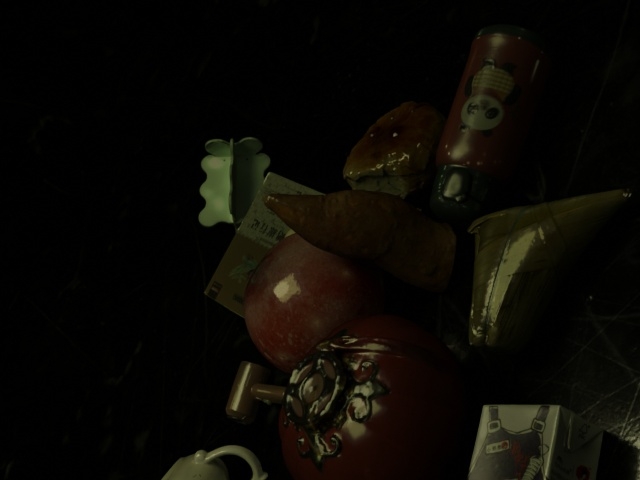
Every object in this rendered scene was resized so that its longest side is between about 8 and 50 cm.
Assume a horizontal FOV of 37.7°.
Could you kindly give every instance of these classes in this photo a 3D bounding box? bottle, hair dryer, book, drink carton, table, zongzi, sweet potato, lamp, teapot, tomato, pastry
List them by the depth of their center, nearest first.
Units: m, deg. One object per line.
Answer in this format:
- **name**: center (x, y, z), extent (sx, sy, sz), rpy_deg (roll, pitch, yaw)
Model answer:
- **drink carton**: center (0.267, 0.327, 1.205), extent (0.134, 0.102, 0.222), rpy_deg (-14, 52, 52)
- **zongzi**: center (0.332, 0.045, 1.346), extent (0.256, 0.115, 0.228), rpy_deg (-13, 57, 37)
- **lamp**: center (0.076, 0.257, 1.378), extent (0.303, 0.257, 0.303), rpy_deg (-31, 43, 35)
- **sweet potato**: center (0.070, -0.026, 1.544), extent (0.131, 0.336, 0.131), rpy_deg (-58, 19, 32)
- **bottle**: center (0.280, -0.182, 1.563), extent (0.144, 0.144, 0.336), rpy_deg (2, 69, 55)
- **tomato**: center (-0.017, 0.105, 1.656), extent (0.270, 0.227, 0.270), rpy_deg (-44, 27, 29)
- **pastry**: center (0.145, -0.159, 1.714), extent (0.218, 0.100, 0.229), rpy_deg (-40, 33, -6)
- **teapot**: center (-0.232, 0.489, 1.740), extent (0.299, 0.166, 0.208), rpy_deg (-41, -5, 17)
- **hair dryer**: center (-0.103, 0.296, 1.789), extent (0.181, 0.064, 0.117), rpy_deg (-3, 63, 48)
- **book**: center (-0.113, 0.016, 2.012), extent (0.217, 0.021, 0.310), rpy_deg (25, 86, 43)
- **table**: center (-0.198, -0.117, 2.172), extent (0.166, 0.166, 0.198), rpy_deg (-29, 51, 40)

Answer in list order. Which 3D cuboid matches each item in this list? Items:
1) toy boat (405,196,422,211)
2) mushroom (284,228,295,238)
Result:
- **toy boat**: center (0.152, -0.074, 1.734), extent (0.049, 0.047, 0.149), rpy_deg (-49, 33, 18)
- **mushroom**: center (0.000, 0.000, 1.830), extent (0.154, 0.122, 0.154), rpy_deg (-46, -7, -7)
